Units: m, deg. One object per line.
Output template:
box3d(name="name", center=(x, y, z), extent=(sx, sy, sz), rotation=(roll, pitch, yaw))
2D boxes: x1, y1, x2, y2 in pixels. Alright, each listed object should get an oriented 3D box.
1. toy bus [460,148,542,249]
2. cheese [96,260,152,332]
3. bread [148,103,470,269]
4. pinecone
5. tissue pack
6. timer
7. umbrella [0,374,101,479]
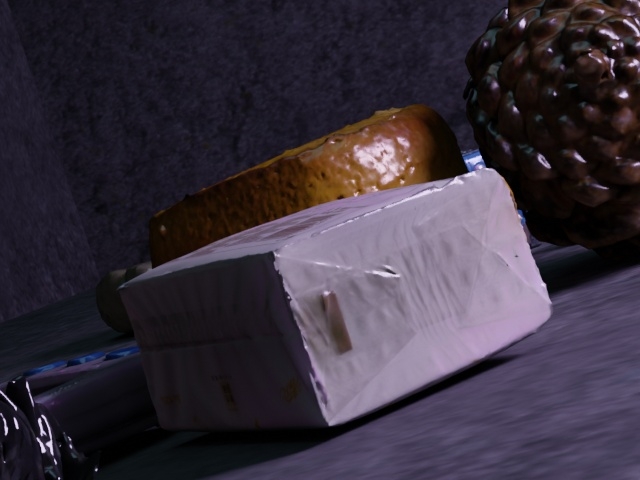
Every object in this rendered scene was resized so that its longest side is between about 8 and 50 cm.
box3d(name="toy bus", center=(0.101, -0.014, 1.747), extent=(0.133, 0.116, 0.234), rotation=(-20, 2, -26))
box3d(name="cheese", center=(-0.194, 0.062, 2.337), extent=(0.159, 0.093, 0.263), rotation=(-16, 0, -28))
box3d(name="bread", center=(0.005, -0.002, 1.513), extent=(0.312, 0.172, 0.312), rotation=(-20, 4, 1))
box3d(name="pinecone", center=(0.227, -0.100, 1.427), extent=(0.243, 0.243, 0.257), rotation=(-19, -10, -14))
box3d(name="tissue pack", center=(0.005, 0.042, 1.160), extent=(0.185, 0.124, 0.225), rotation=(-19, 3, -30))
box3d(name="timer", center=(-0.209, 0.134, 1.311), extent=(0.190, 0.069, 0.208), rotation=(-21, 5, -42))
box3d(name="umbrella", center=(-0.187, 0.131, 0.876), extent=(0.154, 0.128, 0.336), rotation=(-3, -6, -13))
